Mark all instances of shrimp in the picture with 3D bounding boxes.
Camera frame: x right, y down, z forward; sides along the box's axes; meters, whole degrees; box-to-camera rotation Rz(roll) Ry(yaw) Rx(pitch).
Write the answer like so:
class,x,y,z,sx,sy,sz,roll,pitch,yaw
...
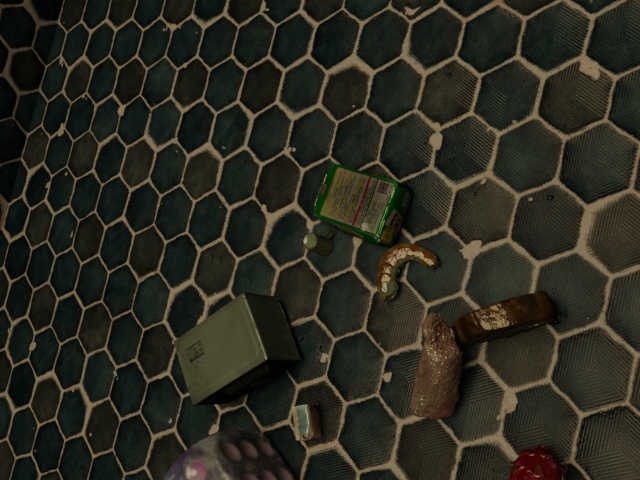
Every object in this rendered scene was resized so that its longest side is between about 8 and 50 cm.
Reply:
class,x,y,z,sx,sy,sz,roll,pitch,yaw
shrimp,0.227,0.088,1.765,0.166,0.049,0.161,4,80,27

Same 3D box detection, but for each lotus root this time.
class,x,y,z,sx,sy,sz,roll,pitch,yaw
lotus root,0.403,0.185,1.552,0.261,0.170,0.074,-21,72,24

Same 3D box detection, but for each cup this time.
class,x,y,z,sx,sy,sz,roll,pitch,yaw
cup,0.001,0.005,1.906,0.075,0.083,0.054,-33,62,22

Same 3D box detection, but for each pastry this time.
class,x,y,z,sx,sy,sz,roll,pitch,yaw
pastry,0.277,0.310,1.598,0.112,0.103,0.264,23,120,53

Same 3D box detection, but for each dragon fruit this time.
class,x,y,z,sx,sy,sz,roll,pitch,yaw
dragon fruit,0.464,0.527,1.449,0.136,0.133,0.165,4,92,43

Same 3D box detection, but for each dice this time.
class,x,y,z,sx,sy,sz,roll,pitch,yaw
dice,-0.242,0.685,1.803,0.271,0.270,0.270,-52,58,14

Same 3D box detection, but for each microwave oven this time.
class,x,y,z,sx,sy,sz,roll,pitch,yaw
microwave oven,-0.235,0.315,1.937,0.295,0.181,0.237,-35,64,23

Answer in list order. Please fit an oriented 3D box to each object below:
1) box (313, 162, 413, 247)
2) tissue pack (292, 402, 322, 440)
class,x,y,z,sx,sy,sz,roll,pitch,yaw
box,0.112,-0.097,1.845,0.250,0.103,0.180,22,92,34
tissue pack,-0.036,0.490,1.829,0.059,0.074,0.094,-16,74,28
